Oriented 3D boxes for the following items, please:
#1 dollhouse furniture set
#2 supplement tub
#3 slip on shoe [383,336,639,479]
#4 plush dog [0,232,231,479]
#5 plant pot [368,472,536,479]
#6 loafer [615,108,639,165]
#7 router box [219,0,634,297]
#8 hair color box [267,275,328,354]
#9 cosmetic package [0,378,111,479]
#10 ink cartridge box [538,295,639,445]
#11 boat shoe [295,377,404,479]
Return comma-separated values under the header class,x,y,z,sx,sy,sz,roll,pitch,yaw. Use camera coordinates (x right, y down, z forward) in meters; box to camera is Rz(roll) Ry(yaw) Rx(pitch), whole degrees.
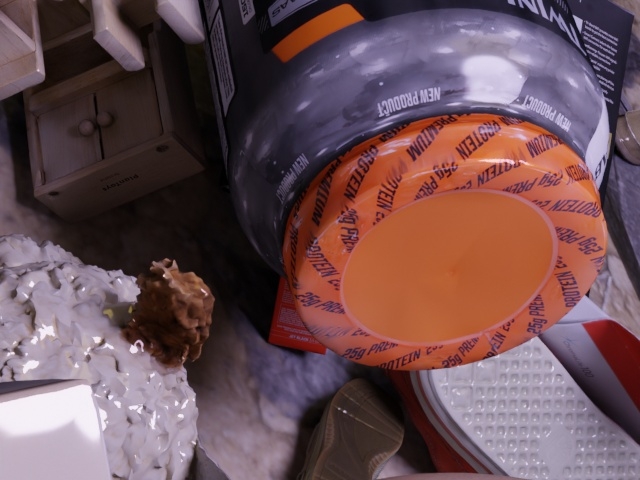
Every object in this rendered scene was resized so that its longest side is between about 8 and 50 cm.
class,x,y,z,sx,sy,sz,roll,pitch,yaw
dollhouse furniture set,-0.175,-0.142,0.950,0.242,0.212,0.161,45,28,-56
supplement tub,0.038,-0.107,0.932,0.207,0.207,0.338,22,38,-34
slip on shoe,0.158,0.171,1.127,0.123,0.101,0.331,-44,108,-18
plush dog,-0.180,0.085,0.782,0.225,0.210,0.262,-5,62,-24
plant pot,0.049,0.232,0.856,0.191,0.284,0.284,28,25,30
loafer,0.331,-0.105,1.595,0.148,0.050,0.056,-1,61,-48
router box,0.090,-0.108,1.225,0.309,0.081,0.243,22,74,-36
hair color box,0.000,0.000,1.068,0.043,0.141,0.072,12,43,-1
cosmetic package,-0.230,0.155,0.598,0.309,0.113,0.160,-11,90,-32
ink cartridge box,0.197,0.105,1.130,0.189,0.066,0.232,52,1,-35
boat shoe,0.013,0.143,1.051,0.056,0.048,0.153,35,32,-8
